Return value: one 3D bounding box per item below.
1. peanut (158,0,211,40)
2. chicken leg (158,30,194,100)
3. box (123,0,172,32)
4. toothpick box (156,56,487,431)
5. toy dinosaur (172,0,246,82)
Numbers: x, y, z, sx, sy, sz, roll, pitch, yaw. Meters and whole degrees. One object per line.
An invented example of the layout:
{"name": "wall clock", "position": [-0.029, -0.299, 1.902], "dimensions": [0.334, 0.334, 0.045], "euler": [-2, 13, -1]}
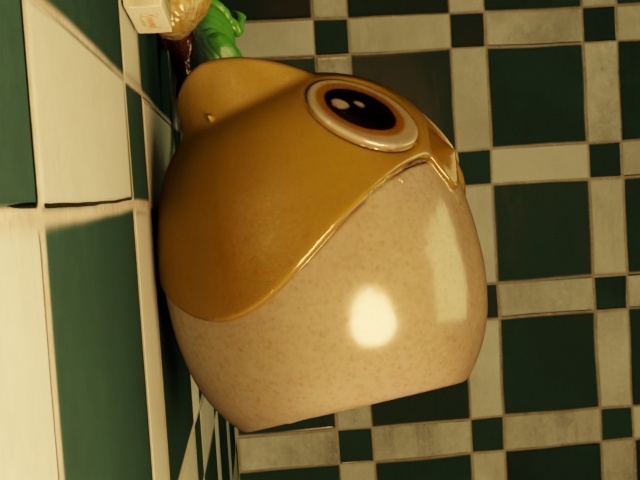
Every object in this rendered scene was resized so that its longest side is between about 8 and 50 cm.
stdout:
{"name": "peanut", "position": [-0.190, -0.354, 1.109], "dimensions": [0.089, 0.089, 0.193], "euler": [96, -10, -65]}
{"name": "chicken leg", "position": [-0.212, -0.295, 1.225], "dimensions": [0.093, 0.053, 0.205], "euler": [94, -8, -50]}
{"name": "box", "position": [-0.193, -0.317, 0.909], "dimensions": [0.100, 0.048, 0.152], "euler": [161, -72, -84]}
{"name": "toothpick box", "position": [0.000, 0.000, 1.042], "dimensions": [0.409, 0.408, 0.426], "euler": [106, -29, -77]}
{"name": "toy dinosaur", "position": [-0.205, -0.331, 1.354], "dimensions": [0.500, 0.143, 0.375], "euler": [-76, 150, -70]}
